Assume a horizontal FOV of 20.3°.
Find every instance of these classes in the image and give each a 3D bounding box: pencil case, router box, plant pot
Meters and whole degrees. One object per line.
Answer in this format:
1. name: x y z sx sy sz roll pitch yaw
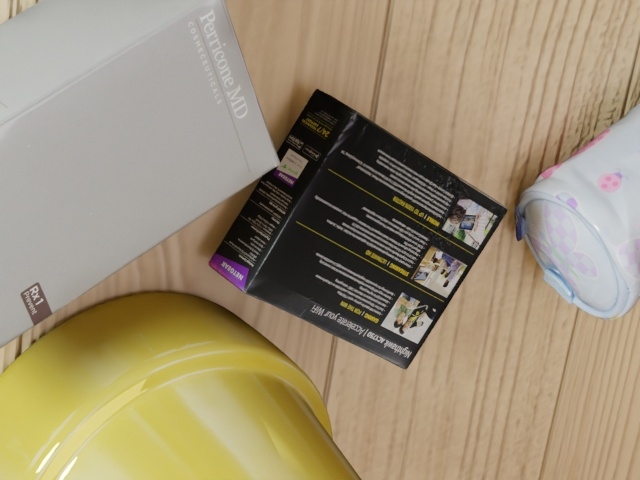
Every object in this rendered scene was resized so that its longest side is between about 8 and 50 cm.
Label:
1. pencil case: 0.275 -0.056 1.325 0.273 0.113 0.124 -37 143 -18
2. router box: 0.028 -0.003 1.169 0.179 0.046 0.133 29 94 -46
3. plant pot: -0.067 0.194 1.086 0.254 0.239 0.254 -20 126 -30

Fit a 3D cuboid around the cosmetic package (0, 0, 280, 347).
1. cosmetic package: -0.152 -0.044 0.971 0.238 0.107 0.127 -34 129 -17
